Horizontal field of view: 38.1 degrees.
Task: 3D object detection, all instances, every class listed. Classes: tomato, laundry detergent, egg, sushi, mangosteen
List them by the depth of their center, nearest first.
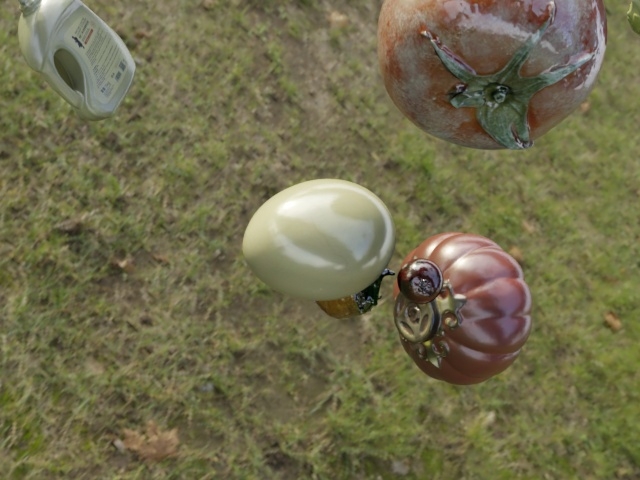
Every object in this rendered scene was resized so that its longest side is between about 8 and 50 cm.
[{"bbox_3d":[0.234,-0.277,1.291,0.317,0.317,0.282,26,46,-26],"label":"tomato"},{"bbox_3d":[0.000,0.000,1.406,0.242,0.186,0.186,-9,64,-29],"label":"egg"},{"bbox_3d":[0.171,0.068,1.599,0.081,0.081,0.081,25,44,-27],"label":"mangosteen"},{"bbox_3d":[-0.445,-0.342,1.641,0.253,0.091,0.181,50,46,-41],"label":"laundry detergent"},{"bbox_3d":[0.060,0.076,1.739,0.149,0.140,0.287,54,11,34],"label":"sushi"}]

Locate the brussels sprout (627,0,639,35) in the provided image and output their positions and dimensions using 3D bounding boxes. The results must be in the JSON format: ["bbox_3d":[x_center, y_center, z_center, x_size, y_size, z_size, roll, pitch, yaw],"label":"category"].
[{"bbox_3d":[0.553,-0.365,1.407,0.122,0.151,0.149,40,43,23],"label":"brussels sprout"}]

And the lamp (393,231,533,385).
[{"bbox_3d":[0.276,0.133,1.829,0.257,0.303,0.303,-2,60,-36],"label":"lamp"}]
